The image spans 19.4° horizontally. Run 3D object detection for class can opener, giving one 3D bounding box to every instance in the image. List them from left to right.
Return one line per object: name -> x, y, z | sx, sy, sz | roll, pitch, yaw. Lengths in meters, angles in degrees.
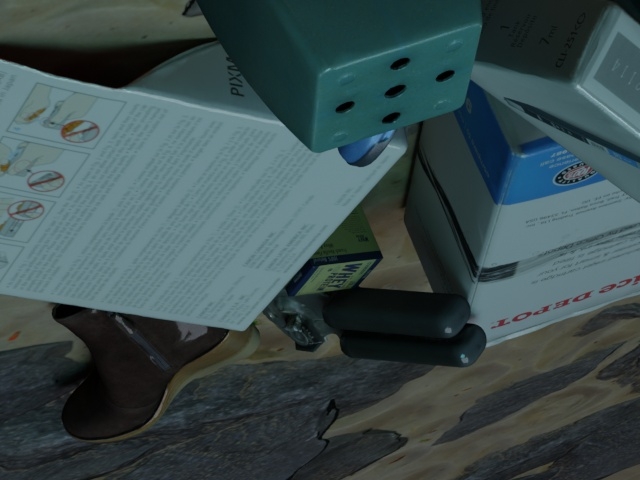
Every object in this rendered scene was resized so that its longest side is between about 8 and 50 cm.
can opener -> 0.051, 0.064, 1.827 | 0.283, 0.076, 0.095 | 2, -138, 45

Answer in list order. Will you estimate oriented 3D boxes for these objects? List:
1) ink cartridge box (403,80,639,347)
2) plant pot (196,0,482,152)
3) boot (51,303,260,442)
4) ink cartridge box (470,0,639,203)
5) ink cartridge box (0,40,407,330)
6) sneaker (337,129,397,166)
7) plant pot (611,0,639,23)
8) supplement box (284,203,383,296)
ink cartridge box -> 0.247, -0.083, 1.709 | 0.286, 0.166, 0.395 | -17, 155, -12
plant pot -> 0.003, -0.187, 1.172 | 0.166, 0.234, 0.165 | -17, 156, -11
boot -> -0.203, 0.102, 1.849 | 0.248, 0.090, 0.207 | -29, 144, 19
ink cartridge box -> 0.196, -0.085, 1.309 | 0.296, 0.261, 0.066 | 32, 85, -35
ink cartridge box -> -0.167, -0.059, 1.540 | 0.385, 0.091, 0.308 | 12, 143, -27
sneaker -> 0.037, -0.157, 1.412 | 0.082, 0.069, 0.209 | 10, 113, -25
plant pot -> 0.402, -0.275, 1.265 | 0.334, 0.341, 0.341 | -12, 156, -42
supplement box -> 0.000, 0.000, 1.771 | 0.083, 0.083, 0.056 | -7, 152, -34
